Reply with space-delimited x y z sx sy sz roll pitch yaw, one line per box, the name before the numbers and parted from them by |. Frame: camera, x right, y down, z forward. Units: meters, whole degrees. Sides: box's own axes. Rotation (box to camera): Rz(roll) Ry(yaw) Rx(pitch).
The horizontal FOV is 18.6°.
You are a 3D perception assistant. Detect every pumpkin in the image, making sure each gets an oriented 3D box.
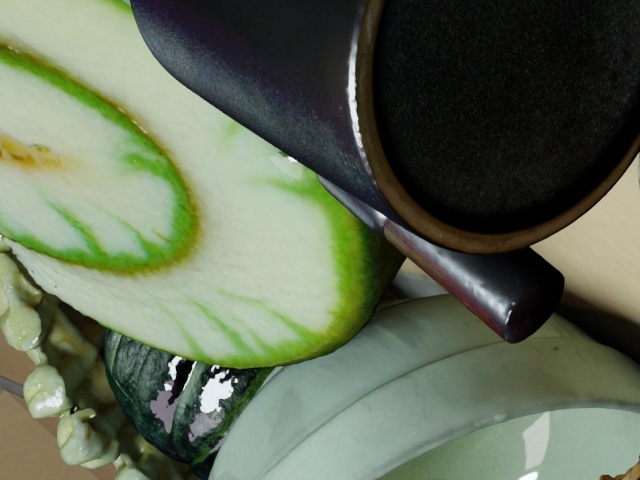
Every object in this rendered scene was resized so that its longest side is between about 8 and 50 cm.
pumpkin | -0.042 0.080 1.332 0.220 0.162 0.220 35 -163 -12

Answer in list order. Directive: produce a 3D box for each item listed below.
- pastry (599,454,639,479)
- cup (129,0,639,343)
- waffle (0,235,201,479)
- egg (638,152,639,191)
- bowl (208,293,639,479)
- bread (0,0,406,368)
pastry | 0.284 0.268 0.939 0.337 0.292 0.405 25 163 38
cup | 0.024 -0.065 0.792 0.177 0.166 0.239 27 121 47
waffle | -0.149 0.066 1.459 0.292 0.056 0.309 28 -145 -59
egg | 0.177 -0.014 0.803 0.110 0.085 0.085 54 163 1
bowl | 0.060 0.148 1.166 0.163 0.307 0.307 58 178 38
bread | -0.106 -0.088 1.047 0.366 0.129 0.382 22 149 16
